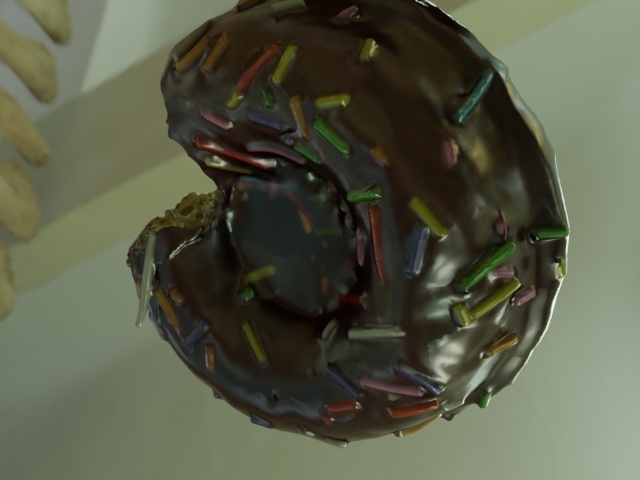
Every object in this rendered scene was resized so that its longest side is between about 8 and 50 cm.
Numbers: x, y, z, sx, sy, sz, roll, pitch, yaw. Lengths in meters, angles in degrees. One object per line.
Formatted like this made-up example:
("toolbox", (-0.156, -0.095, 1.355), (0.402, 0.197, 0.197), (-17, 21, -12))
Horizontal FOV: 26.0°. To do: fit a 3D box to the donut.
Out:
("donut", (0.001, -0.001, 0.645), (0.096, 0.216, 0.230), (-29, 161, -51))
